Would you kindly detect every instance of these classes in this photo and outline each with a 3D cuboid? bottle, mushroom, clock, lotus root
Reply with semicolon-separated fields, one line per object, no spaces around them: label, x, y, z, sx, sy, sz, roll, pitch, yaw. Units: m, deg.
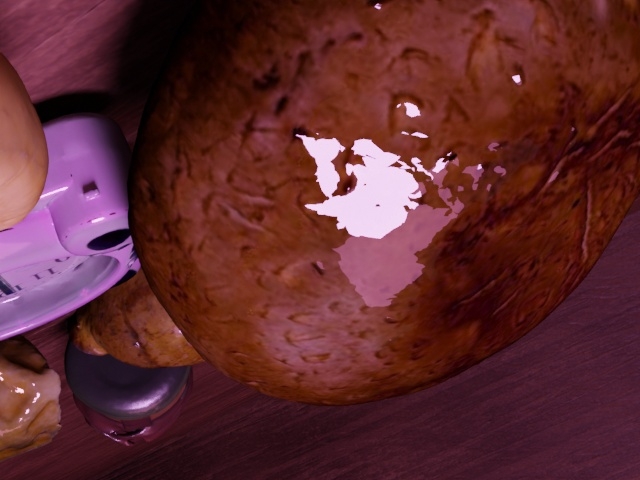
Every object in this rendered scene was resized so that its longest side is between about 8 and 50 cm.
bottle;-0.217;0.153;1.208;0.156;0.143;0.271;-61;176;-18
mushroom;0.052;-0.050;0.590;0.239;0.345;0.345;21;-158;39
clock;-0.219;0.011;0.686;0.227;0.090;0.248;-22;170;-9
lotus root;-0.103;0.028;0.866;0.260;0.128;0.145;-25;-152;12

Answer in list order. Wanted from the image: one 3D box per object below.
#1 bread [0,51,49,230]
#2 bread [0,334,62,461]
bread;-0.231;-0.029;0.453;0.217;0.098;0.147;-19;169;-11
bread;-0.383;0.163;0.941;0.267;0.130;0.152;-15;170;-33
